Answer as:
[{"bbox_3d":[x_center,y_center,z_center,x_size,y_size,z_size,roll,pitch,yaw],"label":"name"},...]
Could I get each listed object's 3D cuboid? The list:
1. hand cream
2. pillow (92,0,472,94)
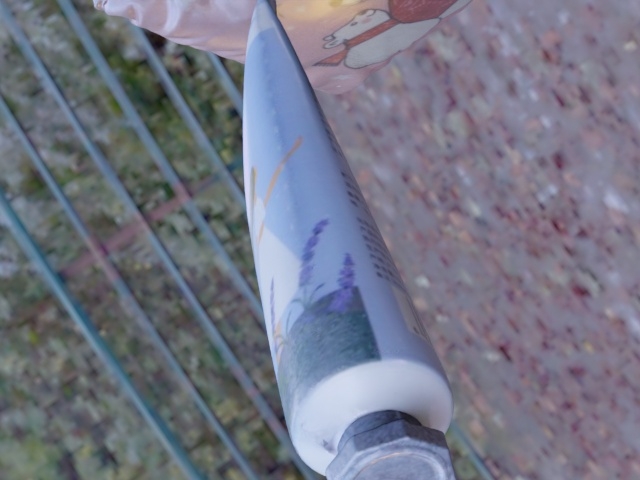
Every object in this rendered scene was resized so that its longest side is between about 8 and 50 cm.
[{"bbox_3d":[0.000,0.000,0.558,0.256,0.055,0.088,-106,11,-50],"label":"hand cream"},{"bbox_3d":[0.029,-0.156,0.751,0.236,0.223,0.084,-32,72,29],"label":"pillow"}]
